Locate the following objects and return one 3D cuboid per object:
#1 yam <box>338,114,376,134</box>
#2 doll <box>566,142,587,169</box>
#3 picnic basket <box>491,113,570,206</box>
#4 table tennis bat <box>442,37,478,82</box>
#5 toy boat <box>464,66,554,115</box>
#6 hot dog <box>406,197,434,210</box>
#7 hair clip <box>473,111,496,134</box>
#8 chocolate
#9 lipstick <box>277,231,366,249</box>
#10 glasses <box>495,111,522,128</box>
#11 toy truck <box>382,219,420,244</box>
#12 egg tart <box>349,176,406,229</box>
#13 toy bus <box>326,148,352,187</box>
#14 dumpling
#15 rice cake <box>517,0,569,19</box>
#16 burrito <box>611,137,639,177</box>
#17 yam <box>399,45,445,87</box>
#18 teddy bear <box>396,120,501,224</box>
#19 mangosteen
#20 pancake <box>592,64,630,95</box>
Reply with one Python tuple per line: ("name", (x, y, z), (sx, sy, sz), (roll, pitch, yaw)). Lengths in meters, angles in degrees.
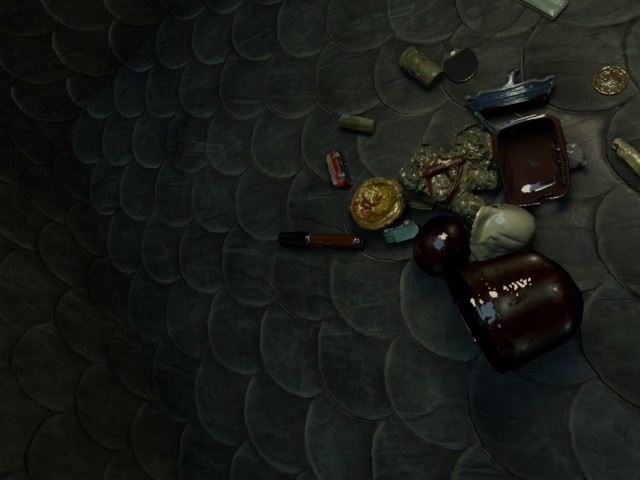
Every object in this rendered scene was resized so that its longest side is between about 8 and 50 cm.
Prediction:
("yam", (0.160, -0.511, 1.975), (0.169, 0.068, 0.069), (18, 89, 31))
("doll", (0.837, -0.298, 1.552), (0.180, 0.079, 0.094), (40, 114, 42))
("picnic basket", (0.716, -0.279, 1.525), (0.222, 0.129, 0.297), (-11, 105, 28))
("table tennis bat", (0.556, -0.739, 1.830), (0.130, 0.019, 0.221), (-28, 69, 20))
("toy boat", (0.689, -0.551, 1.652), (0.308, 0.129, 0.143), (-6, 87, 29))
("hot dog", (0.385, -0.140, 1.795), (0.136, 0.028, 0.044), (15, 62, 28))
("hair clip", (0.640, -0.389, 1.617), (0.229, 0.070, 0.039), (30, 68, -3))
("chocolate", (0.622, 0.192, 1.403), (0.331, 0.383, 0.384), (-32, 66, 20))
("lipstick", (0.000, 0.000, 1.955), (0.417, 0.077, 0.078), (3, 81, 29))
("glasses", (0.717, -0.427, 1.646), (0.139, 0.062, 0.104), (22, 89, 23))
("toy truck", (0.324, -0.031, 1.786), (0.147, 0.065, 0.079), (-18, 75, 24))
("egg tart", (0.238, -0.146, 1.827), (0.240, 0.106, 0.241), (-11, 67, 28))
("toy bus", (0.081, -0.310, 1.977), (0.077, 0.079, 0.175), (-25, 69, 32))
("dumpling", (0.601, -0.019, 1.523), (0.243, 0.175, 0.227), (21, 106, -1))
("rice cake", (0.823, -0.920, 1.705), (0.080, 0.042, 0.222), (-49, 60, 14))
("burrito", (1.010, -0.271, 1.461), (0.041, 0.055, 0.149), (-23, 64, -9))
("yam", (0.421, -0.708, 1.849), (0.107, 0.107, 0.194), (-46, 63, 13))
("teddy bear", (0.509, -0.282, 1.656), (0.357, 0.224, 0.368), (30, 93, 11))
("mangosteen", (0.476, 0.032, 1.608), (0.288, 0.231, 0.232), (17, 88, 11))
("pancake", (0.999, -0.553, 1.546), (0.114, 0.011, 0.115), (-5, 79, 27))
